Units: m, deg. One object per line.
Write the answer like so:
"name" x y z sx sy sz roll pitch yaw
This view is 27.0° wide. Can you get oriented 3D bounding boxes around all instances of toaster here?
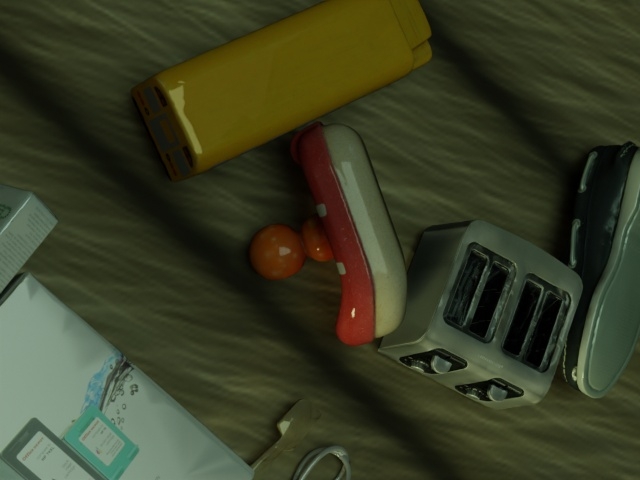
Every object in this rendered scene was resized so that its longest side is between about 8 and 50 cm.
"toaster" 0.177 0.074 1.441 0.168 0.110 0.186 29 73 -21

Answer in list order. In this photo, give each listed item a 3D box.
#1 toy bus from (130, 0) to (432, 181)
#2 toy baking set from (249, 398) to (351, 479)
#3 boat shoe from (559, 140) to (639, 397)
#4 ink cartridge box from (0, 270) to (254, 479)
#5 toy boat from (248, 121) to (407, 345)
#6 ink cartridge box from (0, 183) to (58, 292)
"toy bus" -0.025 -0.174 1.362 0.332 0.130 0.108 -27 96 -25
"toy baking set" -0.042 0.301 1.362 0.196 0.030 0.256 -14 91 -29
"boat shoe" 0.321 0.031 1.528 0.114 0.091 0.302 39 66 -46
"ink cartridge box" -0.244 0.191 1.183 0.270 0.198 0.197 44 69 -14
"toy boat" 0.000 0.000 1.369 0.151 0.151 0.231 -19 92 5
"ink cartridge box" -0.358 0.037 1.137 0.224 0.223 0.045 -52 129 -20
